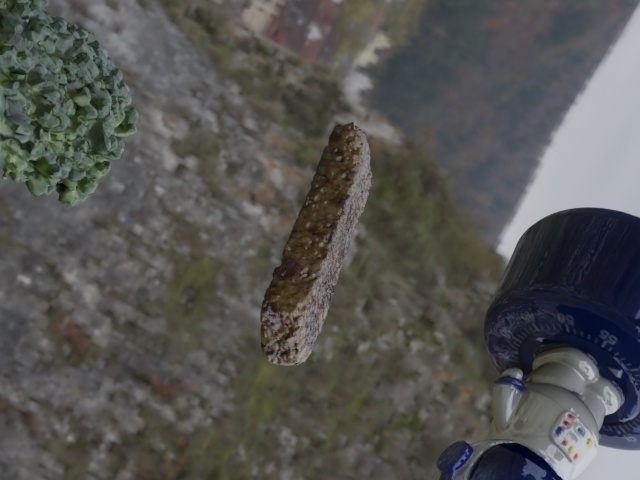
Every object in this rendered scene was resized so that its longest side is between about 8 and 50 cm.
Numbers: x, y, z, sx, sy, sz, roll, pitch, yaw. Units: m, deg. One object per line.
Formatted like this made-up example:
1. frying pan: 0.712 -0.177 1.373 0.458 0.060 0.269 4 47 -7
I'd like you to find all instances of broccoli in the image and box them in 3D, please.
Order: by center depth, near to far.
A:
1. broccoli: -0.340 -0.157 1.174 0.272 0.324 0.334 -27 -171 1

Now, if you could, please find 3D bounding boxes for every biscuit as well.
1. biscuit: 0.000 0.000 0.897 0.064 0.034 0.199 90 15 -45

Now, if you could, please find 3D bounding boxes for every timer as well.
1. timer: 0.244 0.181 1.324 0.383 0.270 0.270 -51 173 -32
